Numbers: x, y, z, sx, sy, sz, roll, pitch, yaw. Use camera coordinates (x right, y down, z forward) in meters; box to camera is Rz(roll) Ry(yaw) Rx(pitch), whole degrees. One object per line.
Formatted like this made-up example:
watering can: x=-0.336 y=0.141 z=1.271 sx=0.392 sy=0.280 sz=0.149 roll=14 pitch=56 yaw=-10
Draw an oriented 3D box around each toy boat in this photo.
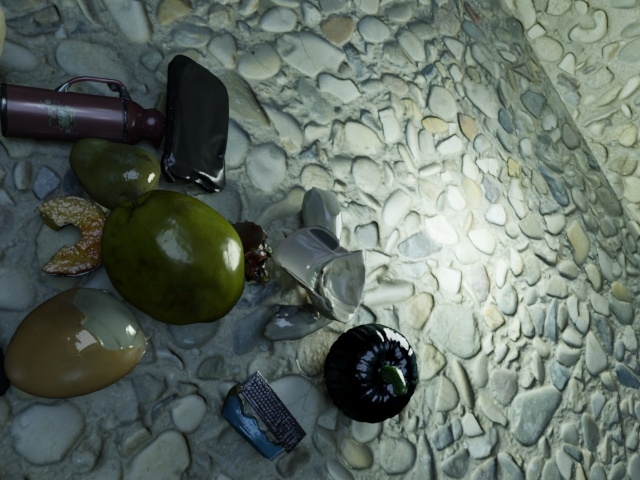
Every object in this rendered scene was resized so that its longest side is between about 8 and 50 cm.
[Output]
toy boat: x=-0.151 y=0.414 z=1.108 sx=0.185 sy=0.075 sz=0.077 roll=46 pitch=62 yaw=-6

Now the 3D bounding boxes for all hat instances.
hat: x=-0.010 y=0.092 z=1.192 sx=0.225 sy=0.164 sz=0.219 roll=19 pitch=43 yaw=18

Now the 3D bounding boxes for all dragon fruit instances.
dragon fruit: x=-0.186 y=0.033 z=1.184 sx=0.138 sy=0.142 sz=0.175 roll=-16 pitch=106 yaw=7

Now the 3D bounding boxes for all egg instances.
egg: x=-0.465 y=0.197 z=0.925 sx=0.244 sy=0.201 sz=0.201 roll=-27 pitch=90 yaw=-22

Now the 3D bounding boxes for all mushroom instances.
mushroom: x=-0.028 y=0.188 z=1.237 sx=0.277 sy=0.096 sz=0.099 roll=-16 pitch=129 yaw=-33
mushroom: x=0.000 y=0.000 z=1.299 sx=0.118 sy=0.103 sz=0.270 roll=9 pitch=77 yaw=-27

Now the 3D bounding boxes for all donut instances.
donut: x=-0.516 y=-0.003 z=1.027 sx=0.146 sy=0.078 sz=0.181 roll=-6 pitch=73 yaw=-31

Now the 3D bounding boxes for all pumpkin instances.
pumpkin: x=0.143 y=0.329 z=1.196 sx=0.247 sy=0.248 sz=0.248 roll=8 pitch=72 yaw=-27

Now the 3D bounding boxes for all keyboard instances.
keyboard: x=-0.114 y=0.411 z=1.167 sx=0.067 sy=0.011 sz=0.202 roll=-39 pitch=96 yaw=-30

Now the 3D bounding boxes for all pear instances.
pear: x=-0.302 y=0.041 z=1.026 sx=0.269 sy=0.269 sz=0.321 roll=-52 pitch=125 yaw=-30

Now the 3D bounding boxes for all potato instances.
potato: x=-0.451 y=-0.150 z=1.053 sx=0.194 sy=0.157 sz=0.157 roll=30 pitch=63 yaw=-3

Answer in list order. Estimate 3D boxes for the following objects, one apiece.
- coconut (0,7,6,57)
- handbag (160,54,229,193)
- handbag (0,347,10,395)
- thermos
coconut: x=-0.739 y=-0.373 z=0.885 sx=0.328 sy=0.328 sz=0.329 roll=8 pitch=72 yaw=-27
handbag: x=-0.305 y=-0.275 z=1.191 sx=0.191 sy=0.074 sz=0.333 roll=24 pitch=61 yaw=-55
handbag: x=-0.716 y=0.181 z=0.821 sx=0.302 sy=0.177 sz=0.275 roll=68 pitch=15 yaw=5
thermos: x=-0.515 y=-0.284 z=1.083 sx=0.330 sy=0.109 sz=0.137 roll=0 pitch=75 yaw=-29
